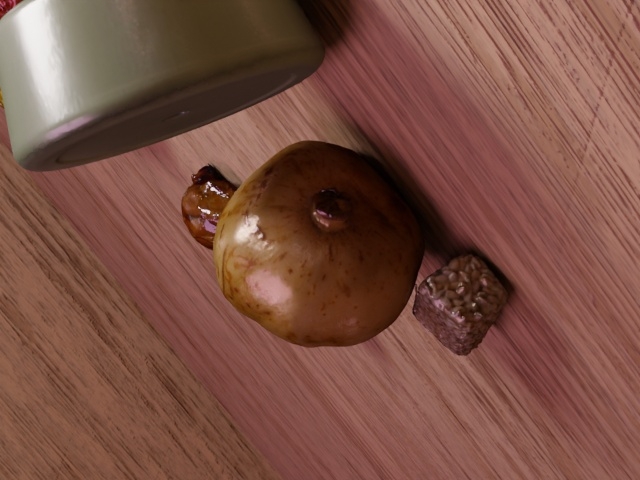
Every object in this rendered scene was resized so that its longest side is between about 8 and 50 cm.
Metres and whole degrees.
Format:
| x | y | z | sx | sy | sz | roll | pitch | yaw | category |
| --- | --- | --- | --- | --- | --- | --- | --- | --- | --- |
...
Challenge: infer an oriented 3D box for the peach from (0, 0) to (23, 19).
| x | y | z | sx | sy | sz | roll | pitch | yaw | category |
| --- | --- | --- | --- | --- | --- | --- | --- | --- | --- |
| -0.288 | -0.298 | 1.494 | 0.231 | 0.231 | 0.231 | 44 | 165 | 15 | peach |

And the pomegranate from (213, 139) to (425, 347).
| x | y | z | sx | sy | sz | roll | pitch | yaw | category |
| --- | --- | --- | --- | --- | --- | --- | --- | --- | --- |
| 0.000 | 0.000 | 1.493 | 0.215 | 0.215 | 0.215 | 44 | 165 | 15 | pomegranate |

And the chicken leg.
| x | y | z | sx | sy | sz | roll | pitch | yaw | category |
| --- | --- | --- | --- | --- | --- | --- | --- | --- | --- |
| -0.093 | -0.018 | 1.937 | 0.304 | 0.093 | 0.113 | 23 | 140 | 51 | chicken leg |

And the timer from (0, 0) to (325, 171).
| x | y | z | sx | sy | sz | roll | pitch | yaw | category |
| --- | --- | --- | --- | --- | --- | --- | --- | --- | --- |
| -0.180 | -0.253 | 1.300 | 0.291 | 0.291 | 0.315 | 164 | 86 | -74 | timer |

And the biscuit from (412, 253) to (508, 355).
| x | y | z | sx | sy | sz | roll | pitch | yaw | category |
| --- | --- | --- | --- | --- | --- | --- | --- | --- | --- |
| 0.139 | 0.066 | 1.492 | 0.082 | 0.070 | 0.168 | 49 | 169 | 13 | biscuit |

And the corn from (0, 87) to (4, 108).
| x | y | z | sx | sy | sz | roll | pitch | yaw | category |
| --- | --- | --- | --- | --- | --- | --- | --- | --- | --- |
| -0.413 | -0.237 | 2.194 | 0.144 | 0.144 | 0.387 | 57 | 168 | -30 | corn |
